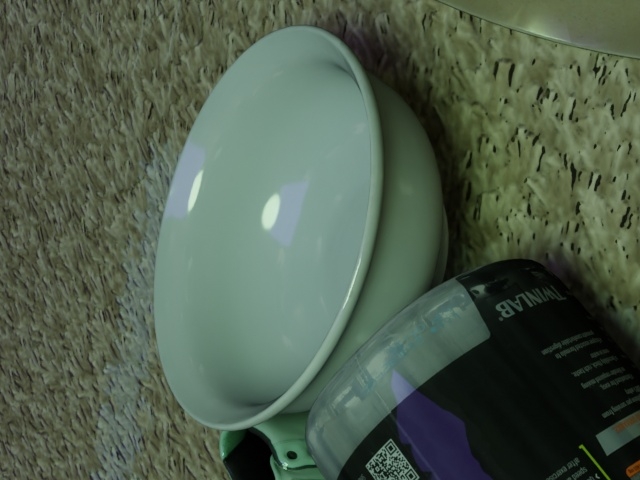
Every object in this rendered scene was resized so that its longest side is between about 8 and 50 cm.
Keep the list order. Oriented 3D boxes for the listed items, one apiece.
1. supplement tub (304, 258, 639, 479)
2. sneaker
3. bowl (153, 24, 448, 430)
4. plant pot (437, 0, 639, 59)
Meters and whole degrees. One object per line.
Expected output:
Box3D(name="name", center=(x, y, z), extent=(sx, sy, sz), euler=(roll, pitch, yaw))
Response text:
Box3D(name="supplement tub", center=(0.160, 0.194, 0.677), extent=(0.338, 0.207, 0.207), euler=(53, 125, 25))
Box3D(name="sneaker", center=(0.033, 0.209, 0.825), extent=(0.256, 0.151, 0.094), euler=(33, 113, 33))
Box3D(name="bowl", center=(0.000, 0.000, 0.818), extent=(0.298, 0.134, 0.297), euler=(-25, 58, 51))
Box3D(name="plant pot", center=(0.166, -0.274, 0.624), extent=(0.257, 0.256, 0.273), euler=(19, 91, 38))
